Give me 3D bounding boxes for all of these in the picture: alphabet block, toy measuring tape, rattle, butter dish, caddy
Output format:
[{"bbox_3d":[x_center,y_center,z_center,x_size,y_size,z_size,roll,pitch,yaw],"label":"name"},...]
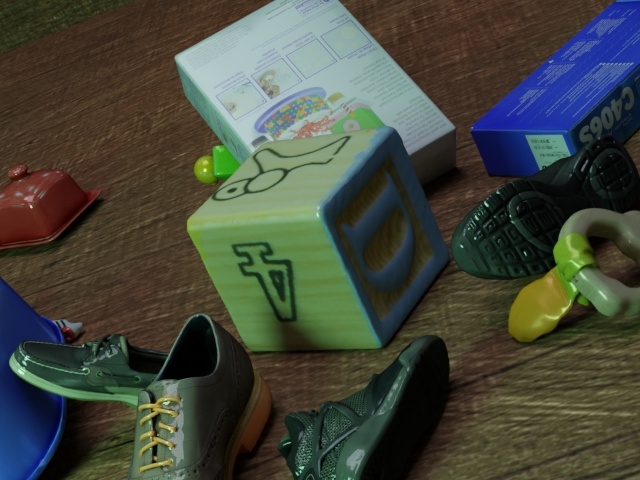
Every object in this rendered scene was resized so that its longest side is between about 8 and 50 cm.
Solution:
[{"bbox_3d":[0.000,0.000,1.666,0.197,0.193,0.192,-4,30,38],"label":"alphabet block"},{"bbox_3d":[-0.012,-0.108,2.026,0.330,0.121,0.121,-5,27,3],"label":"toy measuring tape"},{"bbox_3d":[0.309,0.037,1.506,0.130,0.143,0.199,34,39,26],"label":"rattle"},{"bbox_3d":[-0.462,-0.068,2.308,0.160,0.118,0.160,-6,31,34],"label":"butter dish"},{"bbox_3d":[-0.418,0.190,1.680,0.241,0.179,0.341,-26,36,9],"label":"caddy"}]

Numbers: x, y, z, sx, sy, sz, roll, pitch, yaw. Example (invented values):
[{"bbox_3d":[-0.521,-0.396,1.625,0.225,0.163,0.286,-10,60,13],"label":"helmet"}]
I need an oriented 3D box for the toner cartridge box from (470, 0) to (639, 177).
[{"bbox_3d":[0.366,-0.204,1.877,0.165,0.075,0.348,8,40,48],"label":"toner cartridge box"}]

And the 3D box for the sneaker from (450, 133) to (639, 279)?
[{"bbox_3d":[0.236,-0.020,1.598,0.286,0.109,0.130,-24,-2,-39],"label":"sneaker"}]

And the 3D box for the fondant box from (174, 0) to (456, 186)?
[{"bbox_3d":[-0.008,-0.174,1.937,0.238,0.096,0.330,-31,60,-14],"label":"fondant box"}]

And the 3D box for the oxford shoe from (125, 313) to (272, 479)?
[{"bbox_3d":[-0.155,0.218,1.438,0.130,0.133,0.364,-14,30,20],"label":"oxford shoe"}]

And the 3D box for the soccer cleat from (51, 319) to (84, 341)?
[{"bbox_3d":[-0.356,0.120,1.950,0.083,0.029,0.035,0,25,37],"label":"soccer cleat"}]

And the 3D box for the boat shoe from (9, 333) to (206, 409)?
[{"bbox_3d":[-0.228,0.137,1.597,0.223,0.073,0.080,16,21,-15],"label":"boat shoe"}]

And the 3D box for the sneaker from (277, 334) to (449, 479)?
[{"bbox_3d":[0.039,0.171,1.416,0.130,0.087,0.227,3,41,35],"label":"sneaker"}]
